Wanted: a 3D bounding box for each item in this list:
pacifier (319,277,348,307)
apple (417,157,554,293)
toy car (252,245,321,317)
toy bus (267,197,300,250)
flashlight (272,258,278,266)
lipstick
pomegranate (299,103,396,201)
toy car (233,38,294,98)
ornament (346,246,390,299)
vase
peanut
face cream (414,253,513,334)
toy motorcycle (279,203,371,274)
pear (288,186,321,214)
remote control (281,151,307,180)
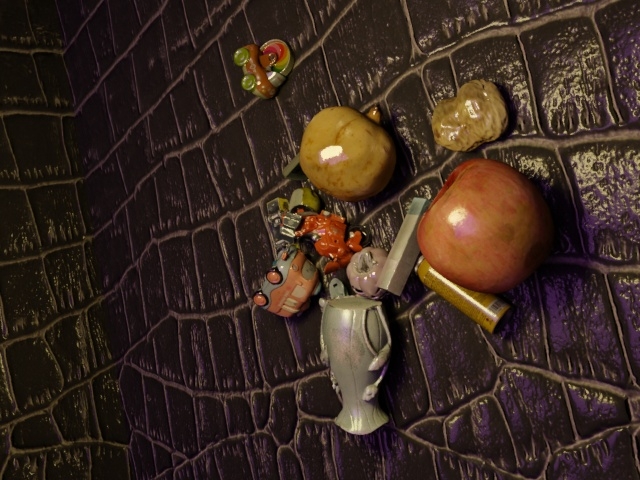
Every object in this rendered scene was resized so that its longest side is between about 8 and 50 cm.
[{"bbox_3d":[0.045,0.216,2.086,0.127,0.117,0.150,-24,79,64],"label":"pacifier"},{"bbox_3d":[0.458,-0.034,1.582,0.364,0.364,0.363,1,92,40],"label":"apple"},{"bbox_3d":[-0.113,0.167,2.165,0.213,0.180,0.270,29,122,-4],"label":"toy car"},{"bbox_3d":[-0.151,-0.051,2.264,0.081,0.074,0.226,-25,75,36],"label":"toy bus"},{"bbox_3d":[-0.138,0.088,2.278,0.129,0.051,0.051,-11,84,46],"label":"flashlight"},{"bbox_3d":[0.278,0.018,1.833,0.068,0.066,0.317,14,78,60],"label":"lipstick"},{"bbox_3d":[0.107,-0.297,1.900,0.343,0.343,0.342,1,92,40],"label":"pomegranate"},{"bbox_3d":[-0.204,-0.687,2.265,0.235,0.145,0.235,-2,86,24],"label":"toy car"},{"bbox_3d":[0.173,0.106,1.926,0.178,0.178,0.177,1,92,40],"label":"ornament"},{"bbox_3d":[0.128,0.419,1.940,0.250,0.250,0.445,2,99,40],"label":"vase"},{"bbox_3d":[0.446,-0.369,1.733,0.233,0.110,0.196,-28,78,37],"label":"peanut"},{"bbox_3d":[0.420,0.146,1.773,0.349,0.105,0.105,38,114,32],"label":"face cream"},{"bbox_3d":[0.000,0.000,2.024,0.326,0.147,0.221,20,67,9],"label":"toy motorcycle"},{"bbox_3d":[-0.051,-0.128,2.160,0.141,0.104,0.141,-37,45,48],"label":"pear"},{"bbox_3d":[-0.018,-0.323,2.116,0.285,0.123,0.038,-41,65,31],"label":"remote control"}]
